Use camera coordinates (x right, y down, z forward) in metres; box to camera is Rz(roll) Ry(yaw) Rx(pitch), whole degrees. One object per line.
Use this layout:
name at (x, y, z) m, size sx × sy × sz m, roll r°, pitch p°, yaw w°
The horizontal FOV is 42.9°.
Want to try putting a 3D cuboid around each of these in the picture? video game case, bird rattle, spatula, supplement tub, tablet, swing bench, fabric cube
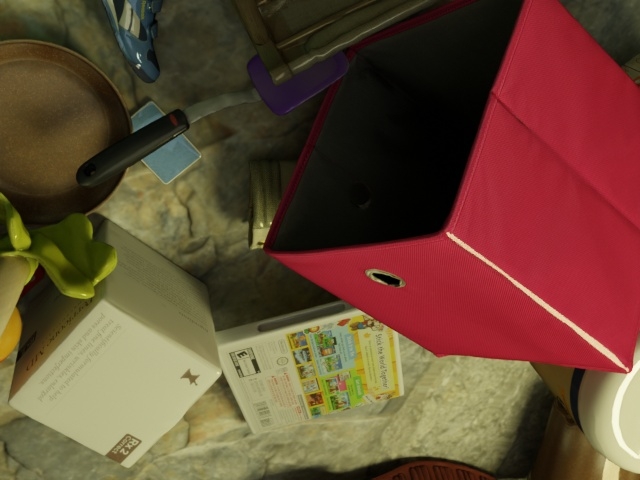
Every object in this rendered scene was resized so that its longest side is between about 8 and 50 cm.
video game case at (-0.006, 0.151, 0.979) m, size 0.206 × 0.026 × 0.227 m, roll -14°, pitch 141°, yaw -2°
bird rattle at (-0.328, 0.055, 0.781) m, size 0.143 × 0.206 × 0.254 m, roll 37°, pitch 137°, yaw -28°
spatula at (-0.115, -0.132, 0.829) m, size 0.297 × 0.084 × 0.030 m, roll -28°, pitch 158°, yaw -7°
supplement tub at (0.329, 0.075, 0.903) m, size 0.228 × 0.316 × 0.228 m, roll -6°, pitch 118°, yaw -11°
tablet at (-0.174, -0.105, 0.878) m, size 0.054 × 0.006 × 0.083 m, roll -38°, pitch 119°, yaw 7°
swing bench at (0.011, -0.318, 0.729) m, size 0.253 × 0.165 × 0.254 m, roll -26°, pitch 124°, yaw 0°
fabric cube at (0.148, -0.044, 0.780) m, size 0.258 × 0.254 × 0.259 m, roll 34°, pitch 68°, yaw -30°

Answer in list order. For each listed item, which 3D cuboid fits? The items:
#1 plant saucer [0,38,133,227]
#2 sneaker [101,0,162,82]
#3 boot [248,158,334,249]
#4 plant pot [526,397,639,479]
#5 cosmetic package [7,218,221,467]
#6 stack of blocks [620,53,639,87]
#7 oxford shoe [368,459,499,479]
plant saucer at (-0.292, -0.110, 0.832) m, size 0.199 × 0.036 × 0.198 m, roll -5°, pitch 117°, yaw -10°
sneaker at (-0.177, -0.223, 0.792) m, size 0.059 × 0.053 × 0.144 m, roll -18°, pitch 120°, yaw -6°
boot at (0.000, 0.000, 0.930) m, size 0.165 × 0.077 × 0.213 m, roll -8°, pitch 112°, yaw -9°
plant pot at (0.373, 0.307, 1.127) m, size 0.167 × 0.167 × 0.165 m, roll 2°, pitch 109°, yaw -14°
cosmetic package at (-0.216, 0.105, 0.872) m, size 0.151 × 0.183 × 0.151 m, roll 38°, pitch 102°, yaw -26°
stack of blocks at (0.423, -0.073, 0.935) m, size 0.087 × 0.171 × 0.297 m, roll -35°, pitch 117°, yaw 5°
oxford shoe at (0.104, 0.394, 1.149) m, size 0.348 × 0.123 × 0.130 m, roll 2°, pitch 142°, yaw -15°
